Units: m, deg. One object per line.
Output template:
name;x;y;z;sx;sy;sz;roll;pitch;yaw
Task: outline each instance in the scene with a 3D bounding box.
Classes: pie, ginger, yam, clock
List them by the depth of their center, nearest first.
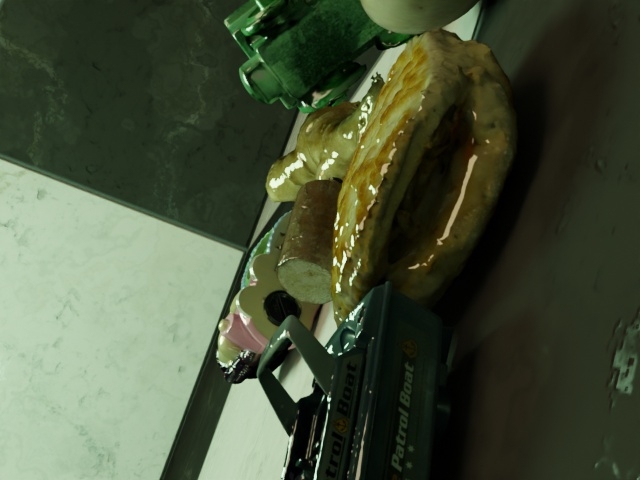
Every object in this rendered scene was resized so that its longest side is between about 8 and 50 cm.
pie;0.058;-0.031;0.553;0.179;0.084;0.205;-94;25;-76
yam;-0.003;0.000;0.925;0.084;0.084;0.127;120;171;-49
clock;-0.060;0.074;1.057;0.195;0.100;0.194;-52;15;58
ginger;0.019;-0.128;1.112;0.148;0.081;0.334;-55;15;-16

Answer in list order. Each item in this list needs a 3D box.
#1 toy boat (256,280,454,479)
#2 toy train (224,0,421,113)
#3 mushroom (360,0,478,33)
toy boat;0.005;0.135;0.422;0.093;0.103;0.246;123;163;-55
toy train;0.019;-0.258;0.974;0.266;0.145;0.202;-36;20;5
mushroom;0.083;-0.295;0.728;0.206;0.209;0.206;-38;22;19
